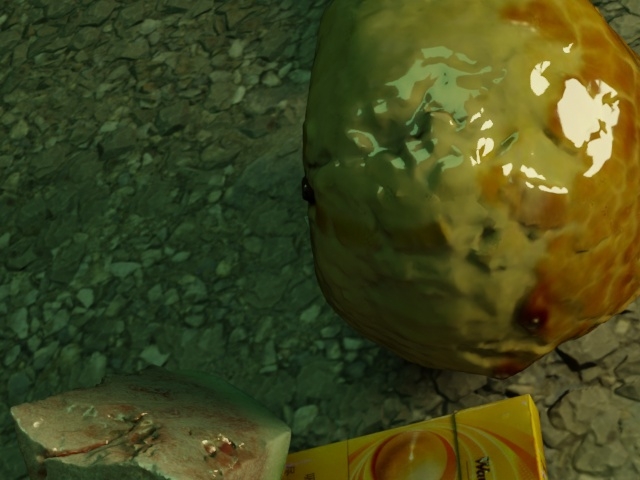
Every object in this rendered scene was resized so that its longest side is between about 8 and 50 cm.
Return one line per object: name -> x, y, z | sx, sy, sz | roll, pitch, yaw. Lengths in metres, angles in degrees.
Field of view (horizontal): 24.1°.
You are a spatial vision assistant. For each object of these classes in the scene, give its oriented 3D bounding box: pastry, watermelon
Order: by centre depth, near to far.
watermelon -> -0.151, 0.227, 1.319 | 0.193, 0.232, 0.310 | 13, 56, 24
pastry -> 0.148, -0.069, 1.325 | 0.312, 0.388, 0.388 | 1, 52, 6

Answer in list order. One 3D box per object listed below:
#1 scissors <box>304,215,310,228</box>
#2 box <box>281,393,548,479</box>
scissors -> 0.000, 0.000, 1.580 | 0.036, 0.006, 0.083 | -33, 46, 0
box -> 0.070, 0.237, 1.327 | 0.269, 0.043, 0.152 | -15, 50, 16
